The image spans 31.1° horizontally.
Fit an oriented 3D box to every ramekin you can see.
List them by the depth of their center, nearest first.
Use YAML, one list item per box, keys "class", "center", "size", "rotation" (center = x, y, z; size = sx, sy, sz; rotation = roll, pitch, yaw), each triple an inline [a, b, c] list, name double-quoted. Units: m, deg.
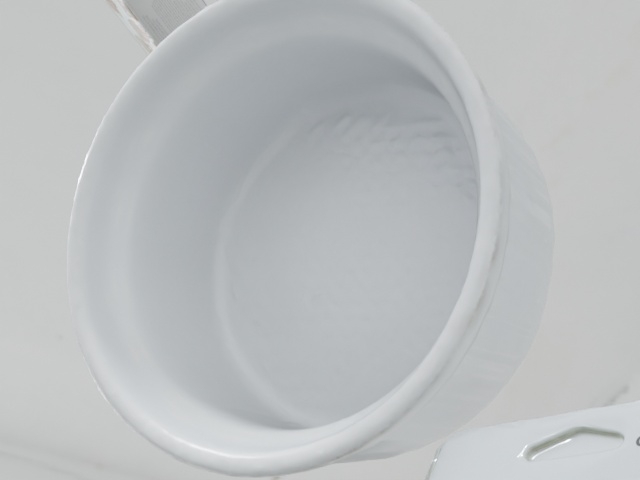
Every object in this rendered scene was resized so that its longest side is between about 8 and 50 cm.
- class: "ramekin"
  center: [0.000, 0.000, 0.671]
  size: [0.277, 0.277, 0.135]
  rotation: [-23, -23, 25]

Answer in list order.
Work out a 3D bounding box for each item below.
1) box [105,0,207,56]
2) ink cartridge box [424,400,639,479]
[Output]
- class: "box"
  center: [-0.196, -0.278, 1.035]
  size: [0.067, 0.063, 0.324]
  rotation: [-45, -59, -12]
- class: "ink cartridge box"
  center: [0.124, 0.149, 0.417]
  size: [0.127, 0.072, 0.175]
  rotation: [-18, -64, 36]
